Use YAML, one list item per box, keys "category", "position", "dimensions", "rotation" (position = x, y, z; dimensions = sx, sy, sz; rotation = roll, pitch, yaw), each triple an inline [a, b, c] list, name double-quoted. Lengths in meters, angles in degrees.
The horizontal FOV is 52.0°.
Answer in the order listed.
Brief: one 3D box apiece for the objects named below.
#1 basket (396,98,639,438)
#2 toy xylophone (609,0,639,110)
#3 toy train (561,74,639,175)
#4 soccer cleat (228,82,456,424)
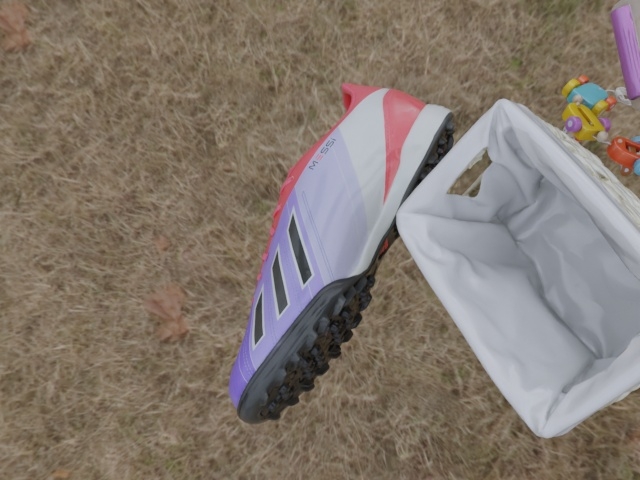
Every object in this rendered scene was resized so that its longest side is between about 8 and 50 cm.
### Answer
- category: "basket"
  position: [0.145, 0.014, 0.397]
  dimensions: [0.113, 0.103, 0.167]
  rotation: [-50, 55, 31]
- category: "toy xylophone"
  position: [0.458, -0.189, 0.634]
  dimensions: [0.322, 0.081, 0.236]
  rotation: [-3, 86, 2]
- category: "toy train"
  position: [0.357, -0.140, 0.825]
  dimensions: [0.125, 0.046, 0.166]
  rotation: [18, 45, -5]
- category: "soccer cleat"
  position: [0.000, 0.000, 0.558]
  dimensions: [0.116, 0.109, 0.318]
  rotation: [27, 72, 16]
